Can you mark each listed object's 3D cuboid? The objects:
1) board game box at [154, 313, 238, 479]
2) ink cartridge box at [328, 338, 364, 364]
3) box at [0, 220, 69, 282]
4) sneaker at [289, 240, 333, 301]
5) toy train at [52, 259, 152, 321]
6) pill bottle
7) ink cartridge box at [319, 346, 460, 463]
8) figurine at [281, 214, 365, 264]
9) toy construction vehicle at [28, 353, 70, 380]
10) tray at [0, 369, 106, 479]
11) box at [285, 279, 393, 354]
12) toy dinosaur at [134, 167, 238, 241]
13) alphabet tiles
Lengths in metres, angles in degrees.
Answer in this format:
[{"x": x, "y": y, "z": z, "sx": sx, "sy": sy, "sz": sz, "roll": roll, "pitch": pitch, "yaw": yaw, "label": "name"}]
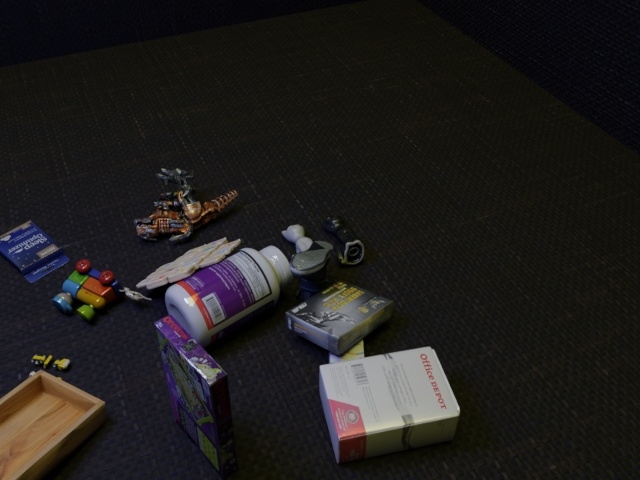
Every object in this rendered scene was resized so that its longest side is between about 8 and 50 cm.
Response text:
[{"x": -0.261, "y": 0.340, "z": 1.403, "sx": 0.208, "sy": 0.347, "sz": 0.056, "roll": 34, "pitch": 51, "yaw": 31, "label": "board game box"}, {"x": 0.066, "y": 0.299, "z": 1.671, "sx": 0.088, "sy": 0.052, "sz": 0.122, "roll": 0, "pitch": 40, "yaw": -1, "label": "ink cartridge box"}, {"x": -0.875, "y": 0.030, "z": 1.979, "sx": 0.225, "sy": 0.037, "sz": 0.136, "roll": 32, "pitch": 51, "yaw": 29, "label": "box"}, {"x": -0.033, "y": 0.106, "z": 1.789, "sx": 0.086, "sy": 0.164, "sz": 0.226, "roll": 20, "pitch": 19, "yaw": 16, "label": "sneaker"}, {"x": -0.600, "y": 0.163, "z": 1.790, "sx": 0.248, "sy": 0.105, "sz": 0.143, "roll": 22, "pitch": 56, "yaw": 22, "label": "toy train"}, {"x": -0.237, "y": 0.138, "z": 1.753, "sx": 0.323, "sy": 0.182, "sz": 0.181, "roll": -29, "pitch": 50, "yaw": -30, "label": "pill bottle"}, {"x": 0.154, "y": 0.380, "z": 1.532, "sx": 0.282, "sy": 0.117, "sz": 0.207, "roll": -8, "pitch": 42, "yaw": -9, "label": "ink cartridge box"}, {"x": 0.000, "y": 0.000, "z": 1.992, "sx": 0.214, "sy": 0.092, "sz": 0.209, "roll": -13, "pitch": 36, "yaw": -13, "label": "figurine"}, {"x": -0.687, "y": 0.328, "z": 1.653, "sx": 0.098, "sy": 0.035, "sz": 0.086, "roll": 5, "pitch": 31, "yaw": 1, "label": "toy construction vehicle"}, {"x": -0.684, "y": 0.458, "z": 1.414, "sx": 0.202, "sy": 0.076, "sz": 0.411, "roll": 19, "pitch": 33, "yaw": 20, "label": "tray"}, {"x": 0.051, "y": 0.196, "z": 1.728, "sx": 0.183, "sy": 0.056, "sz": 0.231, "roll": 21, "pitch": 33, "yaw": 37, "label": "box"}, {"x": -0.428, "y": -0.097, "z": 2.077, "sx": 0.321, "sy": 0.164, "sz": 0.218, "roll": -6, "pitch": 54, "yaw": -34, "label": "toy dinosaur"}, {"x": -0.368, "y": 0.060, "z": 1.832, "sx": 0.277, "sy": 0.021, "sz": 0.284, "roll": -17, "pitch": 13, "yaw": 20, "label": "alphabet tiles"}]
